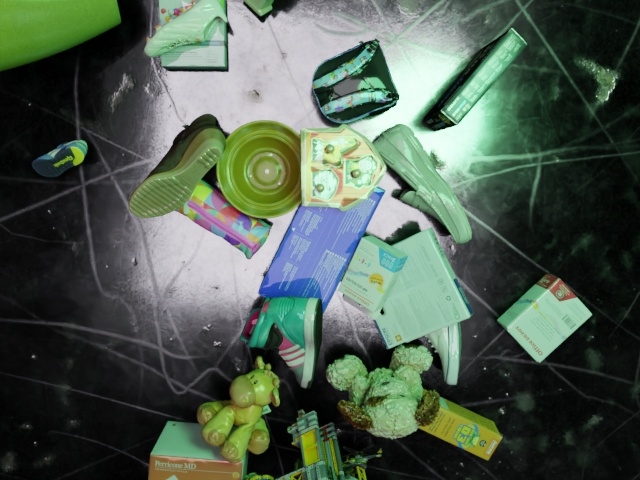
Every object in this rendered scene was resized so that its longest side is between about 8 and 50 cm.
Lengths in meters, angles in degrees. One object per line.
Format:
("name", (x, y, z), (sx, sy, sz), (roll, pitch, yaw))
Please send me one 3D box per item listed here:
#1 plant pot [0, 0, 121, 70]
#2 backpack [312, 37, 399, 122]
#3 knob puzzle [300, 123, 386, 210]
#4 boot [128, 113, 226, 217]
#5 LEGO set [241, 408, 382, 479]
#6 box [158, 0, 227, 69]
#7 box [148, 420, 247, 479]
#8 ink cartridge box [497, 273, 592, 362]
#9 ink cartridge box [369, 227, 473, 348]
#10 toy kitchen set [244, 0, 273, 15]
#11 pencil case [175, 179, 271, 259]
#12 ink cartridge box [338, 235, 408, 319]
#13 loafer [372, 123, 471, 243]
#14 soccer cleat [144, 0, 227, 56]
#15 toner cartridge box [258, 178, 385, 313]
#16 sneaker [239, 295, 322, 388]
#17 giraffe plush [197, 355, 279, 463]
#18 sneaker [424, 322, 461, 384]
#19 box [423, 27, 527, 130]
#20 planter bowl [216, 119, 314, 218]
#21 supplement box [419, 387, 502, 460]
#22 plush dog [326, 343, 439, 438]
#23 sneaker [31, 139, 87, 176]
("plant pot", (-0.577, -0.502, 1.090), (0.293, 0.274, 0.275), (-14, 98, -16))
("backpack", (0.070, -0.343, 1.190), (0.173, 0.117, 0.158), (-23, 98, 0))
("knob puzzle", (0.054, -0.161, 1.177), (0.212, 0.030, 0.214), (0, 92, -10))
("boot", (-0.313, -0.167, 1.166), (0.248, 0.207, 0.090), (-36, 124, 5))
("LEGO set", (-0.025, 0.544, 1.271), (0.254, 0.192, 0.331), (-36, 131, 21))
("box", (-0.286, -0.485, 1.198), (0.145, 0.038, 0.187), (0, 97, -2))
("box", (-0.295, 0.641, 1.282), (0.214, 0.168, 0.346), (5, 97, -3))
("ink cartridge box", (0.545, 0.188, 1.301), (0.175, 0.072, 0.127), (-44, 97, 4))
("ink cartridge box", (0.210, 0.115, 1.249), (0.223, 0.045, 0.224), (-28, 82, 29))
("toy kitchen set", (-0.082, -0.629, 1.176), (0.122, 0.166, 0.207), (48, 57, -8))
("pencil case", (-0.231, -0.053, 1.228), (0.236, 0.104, 0.105), (32, 95, -7))
("ink cartridge box", (0.114, 0.093, 1.237), (0.104, 0.061, 0.182), (30, 110, 21))
("loafer", (0.235, -0.118, 1.236), (0.111, 0.112, 0.320), (-35, 90, 8))
("soccer cleat", (-0.293, -0.451, 1.151), (0.196, 0.068, 0.076), (-37, 100, 1))
("toner cartridge box", (0.000, 0.000, 1.255), (0.165, 0.075, 0.348), (26, 96, -7))
("sneaker", (-0.092, 0.232, 1.227), (0.178, 0.124, 0.296), (9, 132, 8))
("giraffe plush", (-0.161, 0.372, 1.220), (0.181, 0.210, 0.171), (37, 120, 19))
("sneaker", (0.294, 0.224, 1.300), (0.091, 0.094, 0.259), (-3, 95, 19))
("box", (0.332, -0.344, 1.171), (0.051, 0.175, 0.220), (40, 95, -6))
("planter bowl", (-0.125, -0.160, 1.219), (0.216, 0.090, 0.218), (0, 94, -4))
("supplement box", (0.329, 0.455, 1.327), (0.233, 0.080, 0.078), (25, 98, -7))
("plush dog", (0.152, 0.377, 1.230), (0.262, 0.225, 0.211), (-10, 98, 2))
("sneaker", (-0.595, -0.190, 1.222), (0.144, 0.059, 0.053), (-15, 130, 15))
